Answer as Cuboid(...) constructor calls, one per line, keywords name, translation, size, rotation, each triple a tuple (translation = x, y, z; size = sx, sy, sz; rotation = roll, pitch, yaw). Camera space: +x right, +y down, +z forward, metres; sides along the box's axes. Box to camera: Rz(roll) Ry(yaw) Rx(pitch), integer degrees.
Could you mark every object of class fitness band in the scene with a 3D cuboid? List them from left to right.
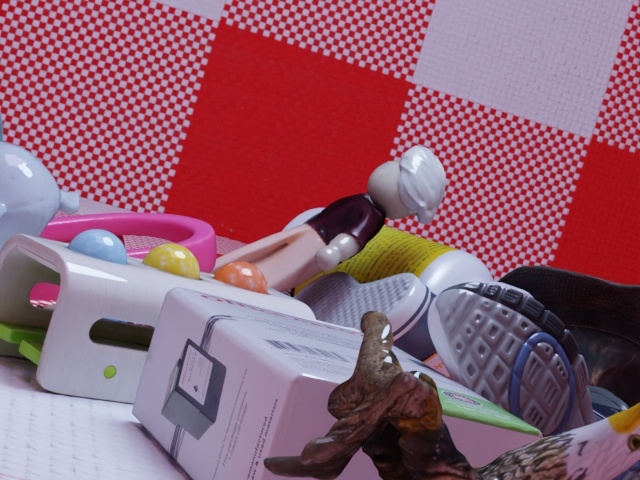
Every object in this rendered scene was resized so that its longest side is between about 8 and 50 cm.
Cuboid(name="fitness band", translation=(-0.258, 0.014, 1.536), size=(0.291, 0.054, 0.209), rotation=(-8, 14, -30))

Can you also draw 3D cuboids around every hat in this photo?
Cuboid(name="hat", translation=(0.341, 0.168, 1.780), size=(0.331, 0.134, 0.331), rotation=(15, -28, 8))

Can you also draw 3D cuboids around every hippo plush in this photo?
Cuboid(name="hippo plush", translation=(-0.351, -0.061, 1.369), size=(0.237, 0.294, 0.234), rotation=(28, 20, 15))

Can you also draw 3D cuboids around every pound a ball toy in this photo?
Cuboid(name="pound a ball toy", translation=(-0.104, 0.082, 1.211), size=(0.319, 0.135, 0.208), rotation=(13, 4, -40))

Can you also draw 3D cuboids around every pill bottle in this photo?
Cuboid(name="pill bottle", translation=(0.101, 0.085, 1.757), size=(0.334, 0.187, 0.188), rotation=(19, 4, 37))

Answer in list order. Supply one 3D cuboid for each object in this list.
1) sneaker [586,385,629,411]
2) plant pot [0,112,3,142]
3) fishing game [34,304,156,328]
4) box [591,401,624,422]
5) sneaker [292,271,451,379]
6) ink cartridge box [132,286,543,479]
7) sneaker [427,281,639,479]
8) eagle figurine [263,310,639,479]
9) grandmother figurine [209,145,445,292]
Cuboid(name="sneaker", translation=(0.220, 0.197, 1.468), size=(0.106, 0.101, 0.267), rotation=(-4, 10, -38))
Cuboid(name="plant pot", translation=(-0.592, -0.150, 1.798), size=(0.293, 0.293, 0.196), rotation=(18, 30, 26))
Cuboid(name="fishing game", translation=(-0.161, 0.101, 1.468), size=(0.264, 0.041, 0.189), rotation=(18, 6, 22))
Cuboid(name="box", translation=(0.317, 0.224, 1.292), size=(0.158, 0.093, 0.156), rotation=(17, 3, -11))
Cuboid(name="sneaker", translation=(0.053, 0.116, 1.582), size=(0.127, 0.126, 0.321), rotation=(45, -18, -17))
Cuboid(name="ink cartridge box", translation=(0.000, 0.133, 1.014), size=(0.198, 0.114, 0.273), rotation=(16, 4, -25))
Cuboid(name="sneaker", translation=(0.170, 0.154, 1.122), size=(0.297, 0.111, 0.129), rotation=(52, -28, -20))
Cuboid(name="eagle figurine", translation=(0.129, 0.174, 0.755), size=(0.298, 0.225, 0.226), rotation=(45, 44, -8))
Cuboid(name="grandmother figurine", translation=(0.000, 0.000, 1.615), size=(0.104, 0.342, 0.208), rotation=(60, -7, -20))
